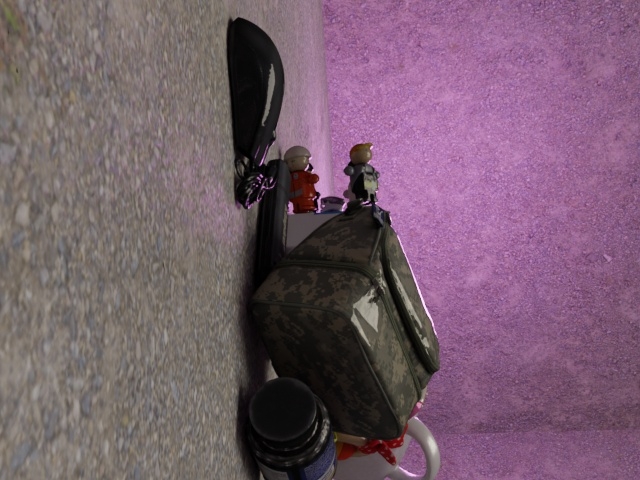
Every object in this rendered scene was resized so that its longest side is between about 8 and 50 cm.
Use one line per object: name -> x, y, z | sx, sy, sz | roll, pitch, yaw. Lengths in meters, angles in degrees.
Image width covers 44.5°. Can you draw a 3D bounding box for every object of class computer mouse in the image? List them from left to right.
computer mouse -> -0.086, -0.193, 1.166 | 0.188, 0.072, 0.272 | -72, 159, -76

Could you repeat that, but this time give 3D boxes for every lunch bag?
lunch bag -> 0.060, 0.121, 1.240 | 0.256, 0.213, 0.305 | -53, 129, -41

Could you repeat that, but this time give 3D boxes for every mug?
mug -> 0.141, 0.481, 1.985 | 0.276, 0.374, 0.328 | -30, 136, -41

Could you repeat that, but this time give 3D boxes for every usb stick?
usb stick -> -0.079, -0.028, 1.340 | 0.077, 0.045, 0.278 | 84, 6, -47

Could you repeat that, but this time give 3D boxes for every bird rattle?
bird rattle -> 0.061, 0.446, 1.782 | 0.207, 0.253, 0.143 | 131, -37, -60

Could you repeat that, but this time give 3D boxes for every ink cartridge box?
ink cartridge box -> 0.000, 0.000, 1.693 | 0.203, 0.148, 0.086 | 64, 22, -78

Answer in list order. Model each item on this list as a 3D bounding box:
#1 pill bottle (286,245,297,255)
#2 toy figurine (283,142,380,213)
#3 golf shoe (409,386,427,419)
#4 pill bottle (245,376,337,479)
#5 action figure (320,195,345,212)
pill bottle -> -0.039, 0.115, 1.369 | 0.108, 0.108, 0.193 | 72, 17, -75
toy figurine -> 0.024, -0.130, 1.710 | 0.213, 0.210, 0.148 | 66, 16, -80
golf shoe -> 0.164, 0.297, 1.824 | 0.140, 0.115, 0.306 | 40, 18, -19
pill bottle -> -0.042, 0.288, 1.141 | 0.219, 0.123, 0.123 | 82, 7, -55
action figure -> 0.011, -0.011, 2.264 | 0.285, 0.099, 0.185 | -79, 174, -56
